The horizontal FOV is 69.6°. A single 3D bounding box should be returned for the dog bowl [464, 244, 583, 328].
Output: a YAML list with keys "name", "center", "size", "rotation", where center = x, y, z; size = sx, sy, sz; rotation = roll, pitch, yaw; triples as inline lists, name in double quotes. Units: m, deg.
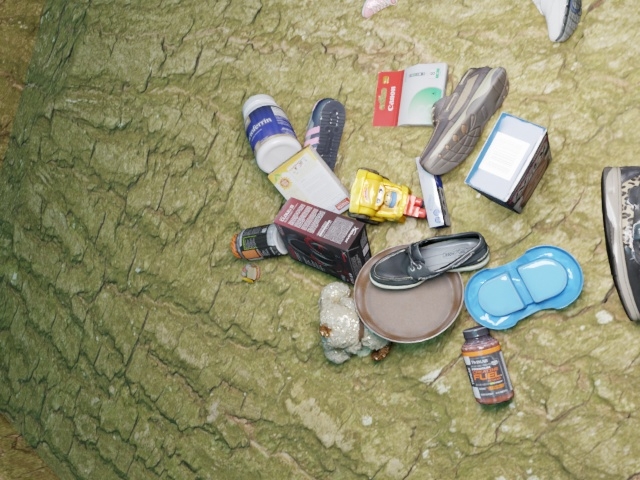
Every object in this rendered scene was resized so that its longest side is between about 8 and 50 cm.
- name: "dog bowl"
  center: [0.539, 0.125, 1.236]
  size: [0.297, 0.074, 0.165]
  rotation: [-29, 76, 23]

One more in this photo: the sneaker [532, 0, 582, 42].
- name: "sneaker"
  center: [0.606, -0.660, 1.215]
  size: [0.129, 0.111, 0.296]
  rotation: [-6, 82, 43]

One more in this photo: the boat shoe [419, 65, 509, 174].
- name: "boat shoe"
  center: [0.379, -0.335, 1.282]
  size: [0.130, 0.132, 0.355]
  rotation: [33, 80, 39]

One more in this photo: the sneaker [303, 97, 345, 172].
- name: "sneaker"
  center: [-0.006, -0.312, 1.527]
  size: [0.131, 0.112, 0.318]
  rotation: [51, 125, 57]

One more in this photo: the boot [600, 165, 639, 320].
- name: "boot"
  center: [0.825, -0.008, 1.062]
  size: [0.285, 0.138, 0.376]
  rotation: [-7, 80, 27]

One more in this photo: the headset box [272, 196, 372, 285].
- name: "headset box"
  center: [0.000, 0.000, 1.428]
  size: [0.294, 0.218, 0.110]
  rotation: [22, 64, 25]

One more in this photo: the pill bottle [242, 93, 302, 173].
- name: "pill bottle"
  center: [-0.170, -0.360, 1.539]
  size: [0.153, 0.153, 0.264]
  rotation: [-39, 53, 21]

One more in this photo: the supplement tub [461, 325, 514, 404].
- name: "supplement tub"
  center: [0.449, 0.336, 1.260]
  size: [0.106, 0.106, 0.197]
  rotation: [-19, 81, 26]

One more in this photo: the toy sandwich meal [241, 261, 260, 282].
- name: "toy sandwich meal"
  center: [-0.255, 0.118, 1.670]
  size: [0.086, 0.029, 0.085]
  rotation: [-1, 89, 27]

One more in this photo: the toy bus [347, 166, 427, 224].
- name: "toy bus"
  center: [0.202, -0.113, 1.340]
  size: [0.212, 0.220, 0.149]
  rotation: [15, 91, 21]

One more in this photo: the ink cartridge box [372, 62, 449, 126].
- name: "ink cartridge box"
  center: [0.264, -0.439, 1.401]
  size: [0.225, 0.056, 0.180]
  rotation: [8, 92, 26]

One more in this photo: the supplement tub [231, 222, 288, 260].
- name: "supplement tub"
  center: [-0.208, 0.007, 1.600]
  size: [0.191, 0.117, 0.116]
  rotation: [-9, 85, 27]

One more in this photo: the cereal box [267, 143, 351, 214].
- name: "cereal box"
  center: [-0.028, -0.166, 1.480]
  size: [0.173, 0.047, 0.240]
  rotation: [-31, 111, 24]

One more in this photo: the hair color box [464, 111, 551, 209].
- name: "hair color box"
  center: [0.469, -0.173, 1.123]
  size: [0.105, 0.347, 0.173]
  rotation: [32, 104, 25]

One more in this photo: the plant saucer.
- name: "plant saucer"
  center: [0.253, 0.153, 1.332]
  size: [0.311, 0.050, 0.310]
  rotation: [-9, 56, 14]

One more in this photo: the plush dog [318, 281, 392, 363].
- name: "plush dog"
  center: [0.114, 0.256, 1.406]
  size: [0.226, 0.210, 0.262]
  rotation: [-3, 87, 4]

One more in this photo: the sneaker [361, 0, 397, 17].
- name: "sneaker"
  center: [0.192, -0.748, 1.443]
  size: [0.134, 0.051, 0.070]
  rotation: [-47, 64, 14]

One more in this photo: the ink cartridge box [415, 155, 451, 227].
- name: "ink cartridge box"
  center: [0.328, -0.139, 1.336]
  size: [0.046, 0.097, 0.206]
  rotation: [-14, 83, 27]

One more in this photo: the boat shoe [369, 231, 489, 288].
- name: "boat shoe"
  center: [0.297, 0.047, 1.287]
  size: [0.341, 0.113, 0.127]
  rotation: [-9, 58, 13]
